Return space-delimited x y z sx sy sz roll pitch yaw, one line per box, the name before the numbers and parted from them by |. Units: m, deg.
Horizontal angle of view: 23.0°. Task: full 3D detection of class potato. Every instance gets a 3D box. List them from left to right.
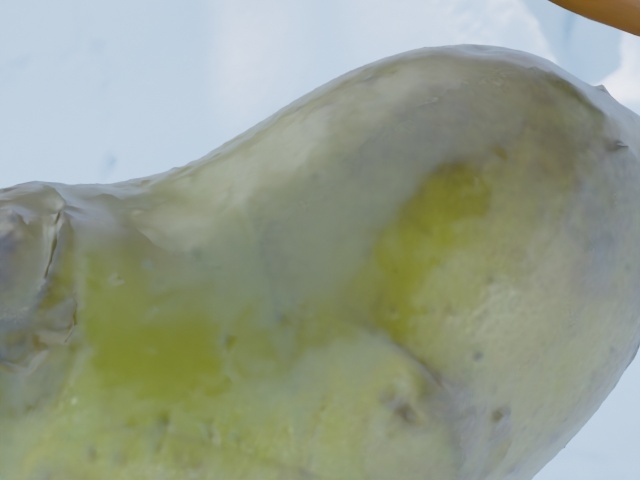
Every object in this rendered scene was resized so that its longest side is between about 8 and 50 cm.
potato | 0.000 0.000 0.858 0.296 0.397 0.290 -58 24 14

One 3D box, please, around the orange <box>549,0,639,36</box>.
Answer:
orange | 0.136 -0.202 0.429 0.312 0.312 0.312 -25 41 24
